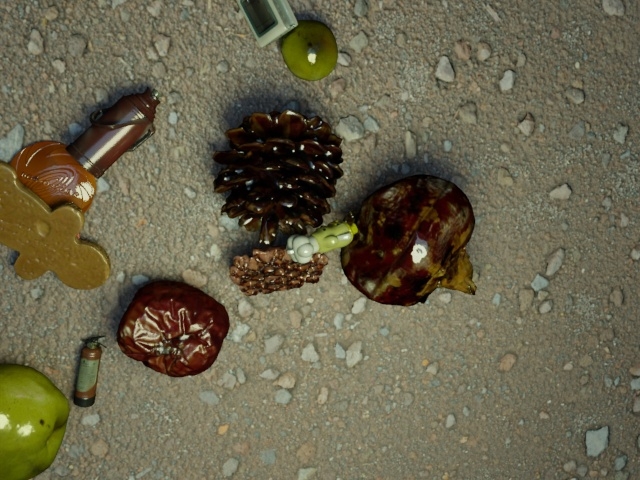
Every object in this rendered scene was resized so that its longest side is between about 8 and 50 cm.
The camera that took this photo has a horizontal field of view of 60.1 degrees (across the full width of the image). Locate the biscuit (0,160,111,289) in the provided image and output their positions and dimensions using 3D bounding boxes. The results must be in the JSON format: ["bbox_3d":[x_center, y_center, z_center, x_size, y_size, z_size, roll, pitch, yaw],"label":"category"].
[{"bbox_3d":[-0.626,-0.011,1.246,0.339,0.047,0.216,36,105,-19],"label":"biscuit"}]

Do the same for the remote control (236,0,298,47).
[{"bbox_3d":[-0.158,-0.577,1.216,0.055,0.102,0.277,-39,107,-39],"label":"remote control"}]

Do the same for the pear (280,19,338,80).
[{"bbox_3d":[-0.020,-0.440,1.272,0.140,0.104,0.141,-3,102,-13],"label":"pear"}]

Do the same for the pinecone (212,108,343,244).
[{"bbox_3d":[-0.098,-0.135,1.235,0.298,0.242,0.296,6,93,-3],"label":"pinecone"}]

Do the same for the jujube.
[{"bbox_3d":[-0.335,0.204,1.278,0.232,0.213,0.213,24,94,-8],"label":"jujube"}]

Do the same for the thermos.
[{"bbox_3d":[-0.441,-0.247,1.229,0.232,0.099,0.124,-45,142,-7],"label":"thermos"}]

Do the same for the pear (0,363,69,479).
[{"bbox_3d":[-0.713,0.400,1.203,0.294,0.294,0.295,-2,100,-10],"label":"pear"}]

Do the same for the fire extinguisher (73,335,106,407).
[{"bbox_3d":[-0.551,0.307,1.326,0.062,0.050,0.177,13,98,7],"label":"fire extinguisher"}]

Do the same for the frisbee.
[{"bbox_3d":[-0.610,-0.127,1.250,0.191,0.035,0.192,-2,100,-11],"label":"frisbee"}]

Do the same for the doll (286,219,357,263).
[{"bbox_3d":[0.000,0.000,1.188,0.162,0.106,0.062,-22,101,-25],"label":"doll"}]

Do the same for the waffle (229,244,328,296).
[{"bbox_3d":[-0.096,0.067,1.301,0.234,0.221,0.056,-11,63,-1],"label":"waffle"}]

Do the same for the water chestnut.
[{"bbox_3d":[0.224,0.019,1.273,0.347,0.335,0.335,44,90,3],"label":"water chestnut"}]
